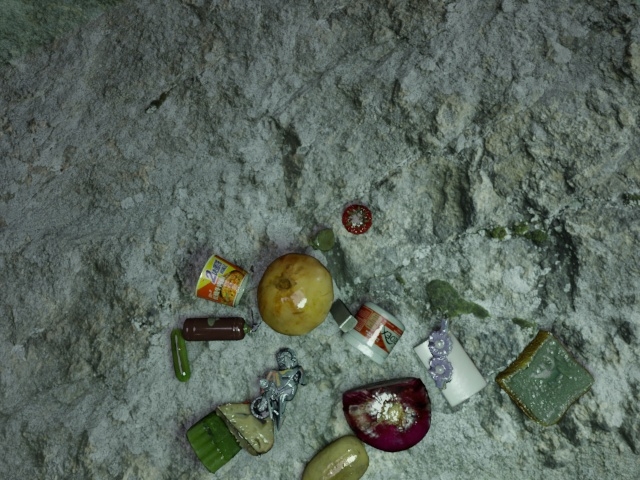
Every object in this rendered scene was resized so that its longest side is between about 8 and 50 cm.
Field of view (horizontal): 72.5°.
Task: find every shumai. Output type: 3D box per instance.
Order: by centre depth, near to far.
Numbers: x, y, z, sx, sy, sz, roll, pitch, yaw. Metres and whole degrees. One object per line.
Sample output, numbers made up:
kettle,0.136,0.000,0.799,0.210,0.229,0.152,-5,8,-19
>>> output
shumai,0.000,0.001,1.940,0.087,0.123,0.099,-6,98,43

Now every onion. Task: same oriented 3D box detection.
onion,0.258,0.671,1.676,0.336,0.282,0.260,-9,80,-11

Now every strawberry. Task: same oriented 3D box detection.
strawberry,0.165,-0.097,1.938,0.145,0.086,0.145,-1,79,7

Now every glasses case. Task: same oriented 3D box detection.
glasses case,0.091,0.308,1.796,0.071,0.205,0.047,-45,106,0

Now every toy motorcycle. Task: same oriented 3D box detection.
toy motorcycle,-0.158,0.602,1.791,0.173,0.108,0.307,23,67,11

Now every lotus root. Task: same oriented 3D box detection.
lotus root,0.039,0.902,1.697,0.342,0.151,0.169,-36,77,-6
lotus root,-0.286,0.741,1.770,0.170,0.074,0.261,-28,71,-36

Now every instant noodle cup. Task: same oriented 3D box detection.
instant noodle cup,-0.414,0.182,1.878,0.174,0.213,0.213,22,80,0

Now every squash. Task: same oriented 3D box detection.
squash,-0.607,0.497,1.888,0.066,0.066,0.229,-14,76,2

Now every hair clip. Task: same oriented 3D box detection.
hair clip,0.473,0.444,1.711,0.106,0.084,0.292,2,88,31

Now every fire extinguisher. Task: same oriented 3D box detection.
fire extinguisher,-0.408,0.363,1.879,0.344,0.102,0.138,-3,76,4

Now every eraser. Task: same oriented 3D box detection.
eraser,0.522,0.507,1.771,0.174,0.095,0.270,-34,76,2

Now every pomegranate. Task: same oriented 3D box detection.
pomegranate,-0.093,0.225,1.798,0.338,0.338,0.338,-1,78,5

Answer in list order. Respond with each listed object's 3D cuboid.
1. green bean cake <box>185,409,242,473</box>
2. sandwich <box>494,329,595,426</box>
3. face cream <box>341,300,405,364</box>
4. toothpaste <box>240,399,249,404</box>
green bean cake,-0.421,0.790,1.732,0.113,0.214,0.200,-40,77,0
sandwich,0.886,0.554,1.727,0.301,0.099,0.271,-43,78,-6
face cream,0.216,0.372,1.771,0.201,0.201,0.187,34,82,11
toothpaste,-0.295,0.769,1.820,0.048,0.031,0.190,-22,74,3
